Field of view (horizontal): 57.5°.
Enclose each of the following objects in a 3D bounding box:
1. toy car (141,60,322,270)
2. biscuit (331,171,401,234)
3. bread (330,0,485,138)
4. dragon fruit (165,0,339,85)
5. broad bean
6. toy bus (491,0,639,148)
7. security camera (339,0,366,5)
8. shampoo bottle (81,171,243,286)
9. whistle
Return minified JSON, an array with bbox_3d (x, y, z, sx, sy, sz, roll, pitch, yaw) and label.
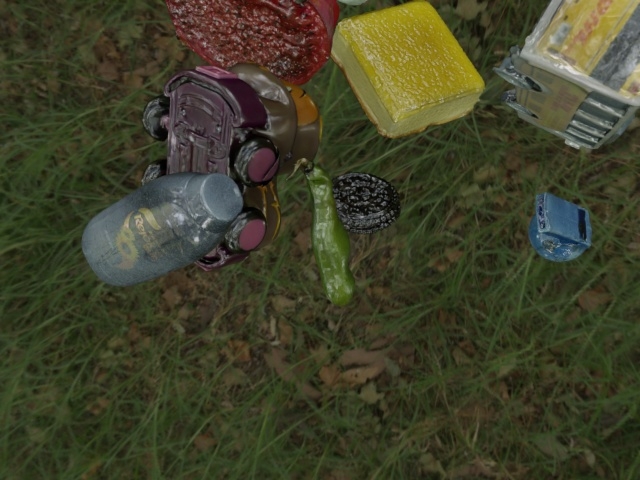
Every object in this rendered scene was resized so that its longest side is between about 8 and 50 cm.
[{"bbox_3d":[-0.138,-0.132,1.000,0.271,0.240,0.340,30,120,33],"label":"toy car"},{"bbox_3d":[0.096,-0.092,1.382,0.195,0.194,0.053,11,138,11],"label":"biscuit"},{"bbox_3d":[0.226,-0.457,1.539,0.324,0.143,0.333,-21,75,-24],"label":"bread"},{"bbox_3d":[-0.129,-0.518,1.223,0.371,0.249,0.386,-6,147,42],"label":"dragon fruit"},{"bbox_3d":[0.005,-0.008,0.952,0.056,0.098,0.318,9,139,32],"label":"broad bean"},{"bbox_3d":[0.261,-0.169,0.587,0.138,0.342,0.097,31,102,17],"label":"toy bus"},{"bbox_3d":[0.046,-0.799,1.667,0.195,0.236,0.194,-1,89,44],"label":"security camera"},{"bbox_3d":[-0.160,-0.010,0.568,0.234,0.049,0.087,-18,102,44],"label":"shampoo bottle"},{"bbox_3d":[0.317,-0.015,0.797,0.158,0.090,0.090,14,112,-35],"label":"whistle"}]
